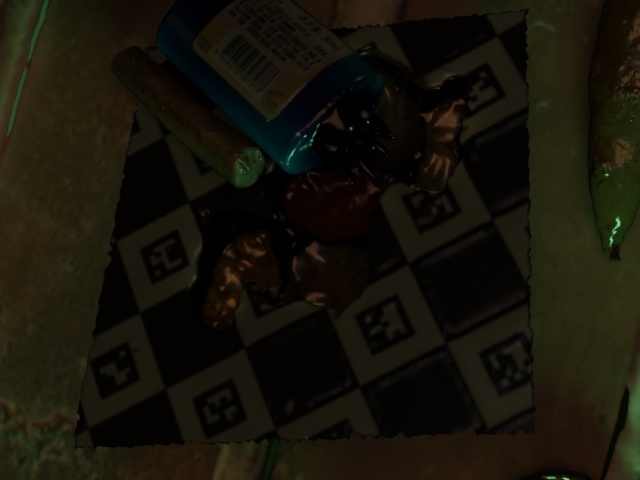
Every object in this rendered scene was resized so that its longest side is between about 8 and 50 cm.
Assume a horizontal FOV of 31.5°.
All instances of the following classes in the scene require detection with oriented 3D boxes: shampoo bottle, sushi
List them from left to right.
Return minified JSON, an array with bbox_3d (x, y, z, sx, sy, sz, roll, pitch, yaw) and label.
[{"bbox_3d":[-0.025,-0.107,0.737,0.087,0.050,0.183,-43,61,-5],"label":"shampoo bottle"},{"bbox_3d":[0.000,0.000,0.747,0.294,0.059,0.292,-2,68,19],"label":"sushi"}]

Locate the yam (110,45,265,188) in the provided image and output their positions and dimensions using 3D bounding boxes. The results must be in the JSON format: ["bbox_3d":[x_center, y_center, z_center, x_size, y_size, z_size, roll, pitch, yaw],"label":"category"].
[{"bbox_3d":[-0.093,-0.086,0.766,0.032,0.032,0.145,-48,60,0],"label":"yam"}]

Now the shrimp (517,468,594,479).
[{"bbox_3d":[0.120,0.225,0.730,0.178,0.034,0.124,-26,87,0],"label":"shrimp"}]

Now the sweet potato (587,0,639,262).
[{"bbox_3d":[0.205,-0.087,0.739,0.068,0.060,0.205,10,93,1],"label":"sweet potato"}]
